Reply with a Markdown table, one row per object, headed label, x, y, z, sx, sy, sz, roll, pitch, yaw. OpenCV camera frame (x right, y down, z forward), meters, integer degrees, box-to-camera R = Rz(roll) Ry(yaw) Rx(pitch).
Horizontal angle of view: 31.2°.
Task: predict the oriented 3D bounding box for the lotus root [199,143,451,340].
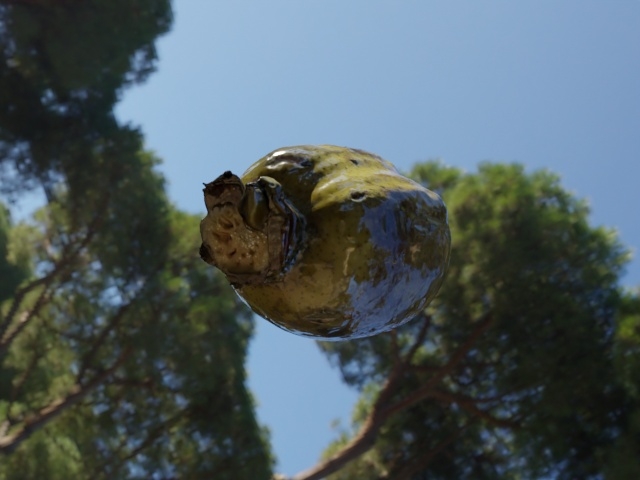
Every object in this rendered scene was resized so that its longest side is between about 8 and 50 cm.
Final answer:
| label | x | y | z | sx | sy | sz | roll | pitch | yaw |
| --- | --- | --- | --- | --- | --- | --- | --- | --- | --- |
| lotus root | -0.002 | 0.002 | 0.859 | 0.154 | 0.278 | 0.154 | -1 | -92 | 30 |
